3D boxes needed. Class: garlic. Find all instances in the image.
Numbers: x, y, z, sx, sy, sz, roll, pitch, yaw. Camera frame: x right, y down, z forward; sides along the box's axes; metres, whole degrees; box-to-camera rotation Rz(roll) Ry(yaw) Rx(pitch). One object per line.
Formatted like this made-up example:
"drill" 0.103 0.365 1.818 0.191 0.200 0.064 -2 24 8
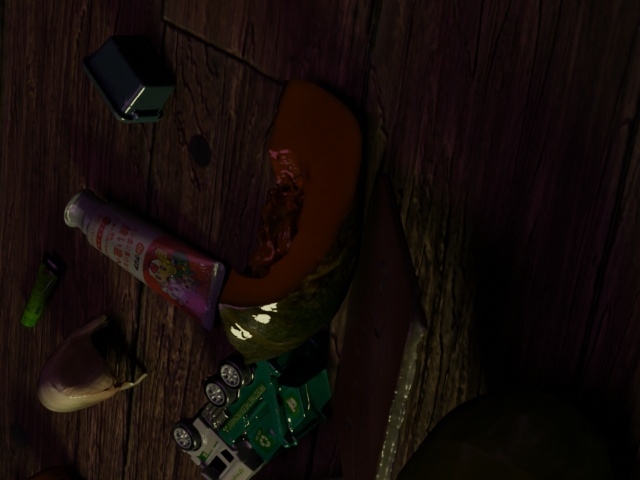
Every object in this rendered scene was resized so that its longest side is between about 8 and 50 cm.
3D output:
"garlic" -0.293 0.163 1.986 0.099 0.124 0.174 55 165 -3

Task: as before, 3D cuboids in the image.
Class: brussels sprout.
"brussels sprout" 0.163 0.248 1.441 0.244 0.244 0.244 19 117 43

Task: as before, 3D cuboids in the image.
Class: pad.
"pad" 0.049 0.111 1.537 0.286 0.018 0.284 -101 18 -60

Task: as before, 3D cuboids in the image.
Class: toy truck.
"toy truck" -0.065 0.184 1.750 0.116 0.110 0.216 47 134 11

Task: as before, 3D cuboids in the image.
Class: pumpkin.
"pumpkin" 0.004 -0.002 1.619 0.111 0.163 0.278 5 67 24

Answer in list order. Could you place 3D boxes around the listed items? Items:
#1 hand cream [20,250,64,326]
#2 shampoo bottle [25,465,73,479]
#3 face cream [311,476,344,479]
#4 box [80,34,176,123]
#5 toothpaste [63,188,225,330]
"hand cream" -0.360 0.065 2.088 0.036 0.023 0.122 43 132 16
"shampoo bottle" -0.309 0.411 2.109 0.244 0.085 0.085 55 136 20
"face cream" -0.045 0.309 1.787 0.269 0.082 0.082 -17 91 48
"box" -0.210 -0.183 1.806 0.054 0.074 0.099 -46 68 30
"toothpaste" -0.200 0.013 1.881 0.234 0.057 0.089 31 123 28
